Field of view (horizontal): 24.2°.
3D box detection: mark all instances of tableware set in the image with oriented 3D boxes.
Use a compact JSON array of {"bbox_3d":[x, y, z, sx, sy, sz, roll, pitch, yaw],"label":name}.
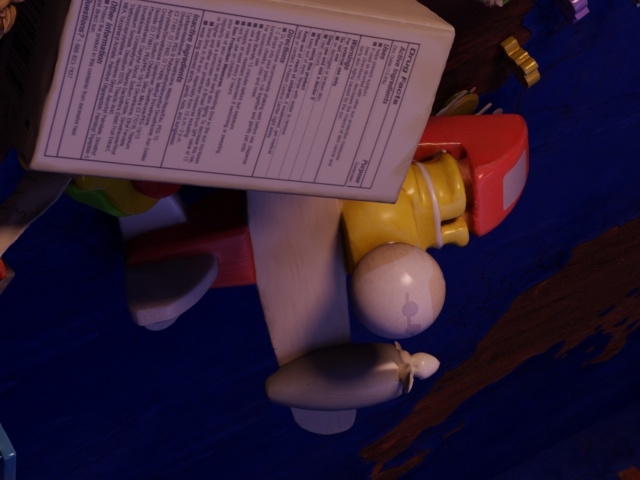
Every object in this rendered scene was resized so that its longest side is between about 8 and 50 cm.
[{"bbox_3d":[0.145,-0.127,1.661,0.104,0.024,0.154,-41,157,17],"label":"tableware set"}]

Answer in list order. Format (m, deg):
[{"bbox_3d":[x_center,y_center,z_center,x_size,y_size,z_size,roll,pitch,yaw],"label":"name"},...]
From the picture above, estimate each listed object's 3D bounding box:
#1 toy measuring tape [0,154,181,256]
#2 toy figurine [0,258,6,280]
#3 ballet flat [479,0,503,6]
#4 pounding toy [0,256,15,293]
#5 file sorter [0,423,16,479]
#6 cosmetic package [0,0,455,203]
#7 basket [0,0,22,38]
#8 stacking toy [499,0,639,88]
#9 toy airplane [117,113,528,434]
[{"bbox_3d":[-0.191,-0.033,1.171,0.330,0.121,0.121,-56,167,-31],"label":"toy measuring tape"},{"bbox_3d":[-0.323,-0.025,0.967,0.148,0.213,0.209,-41,161,-30],"label":"toy figurine"},{"bbox_3d":[0.214,-0.305,1.362,0.241,0.077,0.091,-45,154,16],"label":"ballet flat"},{"bbox_3d":[-0.342,0.019,1.147,0.100,0.130,0.141,-50,160,21],"label":"pounding toy"},{"bbox_3d":[-0.354,0.168,1.333,0.104,0.170,0.118,-20,152,-25],"label":"file sorter"},{"bbox_3d":[-0.073,-0.127,1.085,0.296,0.129,0.153,6,115,-30],"label":"cosmetic package"},{"bbox_3d":[-0.315,-0.131,0.786,0.299,0.213,0.223,-20,150,-33],"label":"basket"},{"bbox_3d":[0.256,-0.261,1.529,0.167,0.052,0.221,-36,155,-2],"label":"stacking toy"},{"bbox_3d":[0.000,0.000,1.375,0.386,0.272,0.384,24,107,-44],"label":"toy airplane"}]
